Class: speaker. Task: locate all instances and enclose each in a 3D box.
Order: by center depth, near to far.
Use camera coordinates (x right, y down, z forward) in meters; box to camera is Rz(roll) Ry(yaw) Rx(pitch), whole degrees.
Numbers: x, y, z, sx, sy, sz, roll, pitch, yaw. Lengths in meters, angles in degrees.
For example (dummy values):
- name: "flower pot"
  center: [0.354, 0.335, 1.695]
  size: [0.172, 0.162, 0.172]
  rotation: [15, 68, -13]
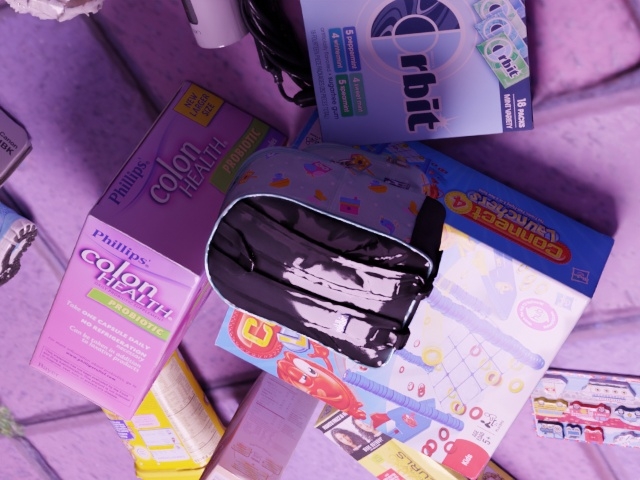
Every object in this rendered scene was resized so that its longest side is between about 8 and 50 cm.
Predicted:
- name: "speaker"
  center: [-0.104, -0.238, 1.457]
  size: [0.055, 0.055, 0.136]
  rotation: [1, 130, 26]

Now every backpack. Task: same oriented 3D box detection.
- name: "backpack"
  center: [0.000, 0.000, 1.424]
  size: [0.188, 0.144, 0.166]
  rotation: [16, 135, -6]

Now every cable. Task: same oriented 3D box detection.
- name: "cable"
  center: [0.006, -0.193, 1.447]
  size: [0.150, 0.047, 0.184]
  rotation: [6, 131, 22]

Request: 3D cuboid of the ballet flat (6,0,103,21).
- name: "ballet flat"
  center: [-0.343, -0.345, 1.430]
  size: [0.147, 0.147, 0.409]
  rotation: [-19, 121, 38]

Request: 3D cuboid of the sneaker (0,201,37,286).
- name: "sneaker"
  center: [-0.368, 0.009, 1.822]
  size: [0.073, 0.063, 0.162]
  rotation: [47, 132, 8]

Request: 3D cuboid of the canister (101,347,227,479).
- name: "canister"
  center: [-0.183, 0.191, 1.870]
  size: [0.126, 0.073, 0.170]
  rotation: [-7, 124, 32]

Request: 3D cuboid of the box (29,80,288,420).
- name: "box"
  center: [-0.156, 0.012, 1.593]
  size: [0.117, 0.213, 0.243]
  rotation: [29, 135, 1]

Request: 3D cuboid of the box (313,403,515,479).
- name: "box"
  center: [0.110, 0.236, 1.771]
  size: [0.232, 0.058, 0.087]
  rotation: [40, 134, -11]

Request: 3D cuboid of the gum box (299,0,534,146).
- name: "gum box"
  center: [0.084, -0.159, 1.404]
  size: [0.184, 0.041, 0.157]
  rotation: [-5, 128, 7]

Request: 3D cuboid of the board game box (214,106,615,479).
- name: "board game box"
  center: [0.080, 0.053, 1.598]
  size: [0.302, 0.086, 0.308]
  rotation: [27, 136, 4]

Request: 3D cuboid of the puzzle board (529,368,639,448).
- name: "puzzle board"
  center: [0.272, 0.170, 1.665]
  size: [0.128, 0.011, 0.096]
  rotation: [4, 130, 24]

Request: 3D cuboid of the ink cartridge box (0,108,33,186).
- name: "ink cartridge box"
  center: [-0.461, -0.074, 1.741]
  size: [0.197, 0.114, 0.273]
  rotation: [43, 133, -13]

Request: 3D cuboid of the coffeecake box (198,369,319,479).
- name: "coffeecake box"
  center: [-0.071, 0.221, 1.758]
  size: [0.068, 0.185, 0.142]
  rotation: [31, 135, -2]
